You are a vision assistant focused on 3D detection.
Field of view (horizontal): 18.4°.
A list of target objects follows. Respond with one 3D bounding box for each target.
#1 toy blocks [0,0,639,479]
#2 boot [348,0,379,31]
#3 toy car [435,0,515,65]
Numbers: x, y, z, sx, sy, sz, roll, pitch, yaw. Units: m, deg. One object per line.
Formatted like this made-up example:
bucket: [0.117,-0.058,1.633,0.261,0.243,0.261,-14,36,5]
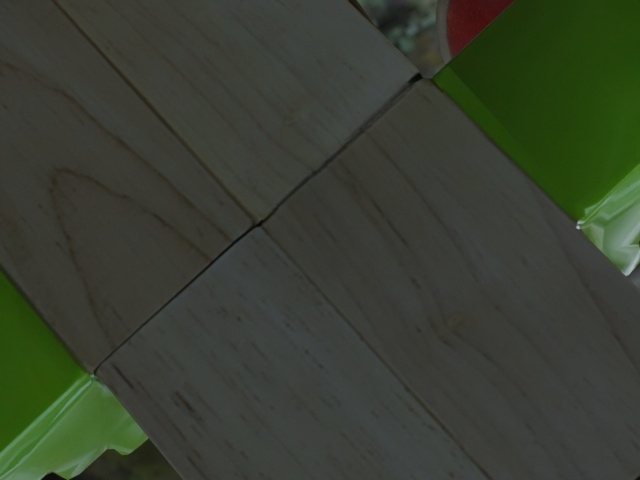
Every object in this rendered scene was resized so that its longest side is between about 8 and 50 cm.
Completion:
toy blocks: [0.022,0.038,0.535,0.191,0.381,0.261,-42,155,-1]
boot: [0.000,0.000,0.887,0.077,0.213,0.165,-15,152,-30]
toy car: [0.202,-0.121,1.081,0.210,0.238,0.219,-21,117,-21]
